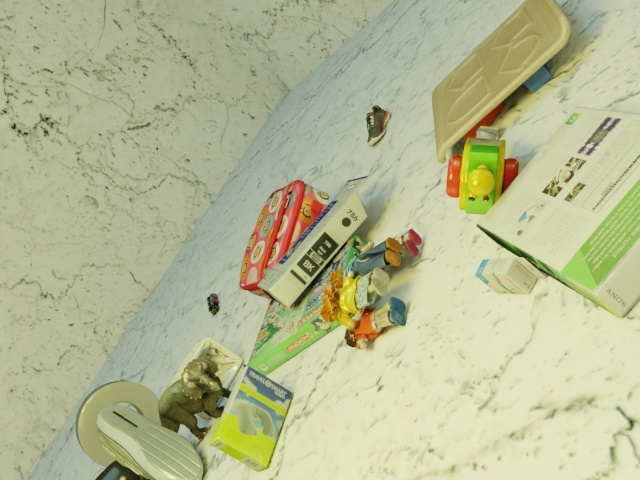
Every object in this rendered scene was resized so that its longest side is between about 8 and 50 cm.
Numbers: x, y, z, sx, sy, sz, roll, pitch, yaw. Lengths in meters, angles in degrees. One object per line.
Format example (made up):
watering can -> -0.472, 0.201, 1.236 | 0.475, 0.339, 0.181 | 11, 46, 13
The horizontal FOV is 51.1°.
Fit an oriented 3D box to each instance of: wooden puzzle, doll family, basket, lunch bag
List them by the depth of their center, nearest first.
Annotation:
doll family -> 0.073, 0.071, 1.205 | 0.163, 0.118, 0.263 | -36, 24, 43
wooden puzzle -> 0.361, -0.335, 1.361 | 0.348, 0.080, 0.322 | -48, 17, 30
basket -> -0.285, 0.332, 1.621 | 0.167, 0.113, 0.103 | -60, 15, -22
lunch bag -> -0.082, 0.002, 1.682 | 0.258, 0.120, 0.293 | -16, 54, 58

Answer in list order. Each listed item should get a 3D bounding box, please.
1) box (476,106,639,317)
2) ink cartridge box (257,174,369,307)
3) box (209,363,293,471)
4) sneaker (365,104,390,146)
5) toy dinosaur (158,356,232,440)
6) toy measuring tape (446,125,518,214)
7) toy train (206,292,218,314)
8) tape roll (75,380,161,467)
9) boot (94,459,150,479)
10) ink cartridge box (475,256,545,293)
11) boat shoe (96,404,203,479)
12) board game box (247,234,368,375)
box -> 0.352, -0.056, 0.857 | 0.232, 0.058, 0.322 | -51, 16, 6
ink cartridge box -> 0.000, 0.000, 1.491 | 0.332, 0.065, 0.165 | -50, 11, -8
box -> -0.121, 0.316, 1.231 | 0.042, 0.109, 0.178 | -41, 20, 43
sneaker -> 0.147, -0.327, 1.893 | 0.061, 0.065, 0.158 | -37, 22, 40
toy dinosaur -> -0.284, 0.355, 1.486 | 0.313, 0.160, 0.121 | -39, 21, 34
toy measuring tape -> 0.274, -0.116, 1.129 | 0.121, 0.121, 0.330 | -45, 2, 23
toy train -> -0.348, 0.202, 2.175 | 0.036, 0.027, 0.158 | -48, 18, 2
tape roll -> -0.525, 0.480, 1.757 | 0.219, 0.219, 0.072 | -59, 17, -21
boot -> -0.580, 0.608, 1.326 | 0.146, 0.445, 0.367 | 30, 91, 30
ink cartridge box -> 0.255, 0.048, 0.904 | 0.028, 0.048, 0.083 | -58, 18, -17
boat shoe -> -0.368, 0.459, 1.447 | 0.109, 0.302, 0.094 | -21, -54, -48
board game box -> -0.029, 0.145, 1.444 | 0.317, 0.046, 0.213 | -39, 22, 37
